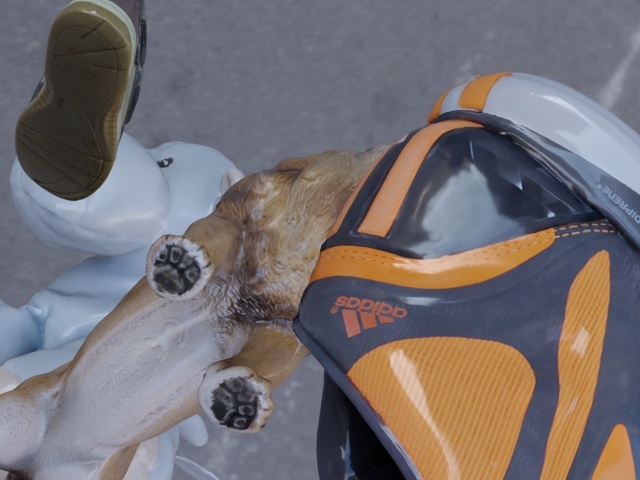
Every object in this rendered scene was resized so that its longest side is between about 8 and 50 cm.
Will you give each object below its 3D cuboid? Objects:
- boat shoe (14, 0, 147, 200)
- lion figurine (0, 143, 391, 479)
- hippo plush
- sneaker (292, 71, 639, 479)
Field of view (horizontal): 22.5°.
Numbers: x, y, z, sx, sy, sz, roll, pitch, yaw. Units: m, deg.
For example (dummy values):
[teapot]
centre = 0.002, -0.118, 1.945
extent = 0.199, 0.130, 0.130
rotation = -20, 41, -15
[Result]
[boat shoe]
centre = -0.113, -0.074, 0.800
extent = 0.056, 0.152, 0.049
rotation = 32, 54, -3
[lion figurine]
centre = -0.092, 0.074, 0.903
extent = 0.142, 0.392, 0.240
rotation = 61, 17, -3
[hippo plush]
centre = -0.130, 0.045, 1.118
extent = 0.294, 0.234, 0.236
rotation = 22, 99, -25
[sneaker]
centre = 0.122, 0.102, 0.561
extent = 0.321, 0.124, 0.180
rotation = 38, 63, 3
